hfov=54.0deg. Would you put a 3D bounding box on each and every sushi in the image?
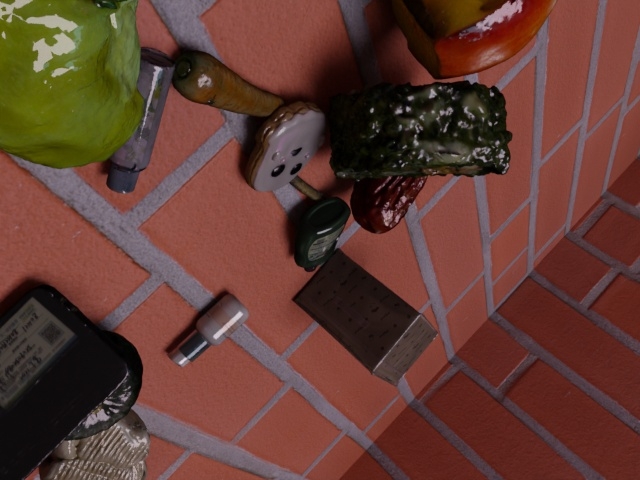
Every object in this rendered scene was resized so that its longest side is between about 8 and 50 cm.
[{"bbox_3d":[0.193,-0.208,1.204,0.352,0.294,0.178,-4,95,-15],"label":"sushi"}]

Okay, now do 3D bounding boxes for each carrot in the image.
[{"bbox_3d":[-0.128,-0.240,1.040,0.298,0.078,0.078,4,121,-59],"label":"carrot"}]

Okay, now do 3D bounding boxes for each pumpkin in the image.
[{"bbox_3d":[-0.420,0.257,1.117,0.212,0.152,0.211,-33,141,-31],"label":"pumpkin"}]

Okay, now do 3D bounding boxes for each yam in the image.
[{"bbox_3d":[-0.012,-0.101,1.381,0.029,0.027,0.234,-35,153,14],"label":"yam"}]

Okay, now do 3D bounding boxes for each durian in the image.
[{"bbox_3d":[-0.304,-0.208,0.708,0.256,0.204,0.339,-37,151,-43],"label":"durian"}]

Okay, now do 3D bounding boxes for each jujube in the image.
[{"bbox_3d":[0.152,-0.129,1.416,0.230,0.155,0.155,-59,153,-16],"label":"jujube"}]

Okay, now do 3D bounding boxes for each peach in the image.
[{"bbox_3d":[0.283,-0.452,1.124,0.380,0.306,0.242,-50,143,-10],"label":"peach"}]

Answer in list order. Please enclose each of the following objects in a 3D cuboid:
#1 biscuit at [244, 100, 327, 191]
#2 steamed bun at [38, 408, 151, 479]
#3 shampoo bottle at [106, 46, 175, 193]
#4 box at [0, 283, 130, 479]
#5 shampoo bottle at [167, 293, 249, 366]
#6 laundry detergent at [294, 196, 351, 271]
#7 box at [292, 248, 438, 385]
[{"bbox_3d":[-0.060,-0.169,1.184,0.181,0.049,0.208,-26,153,-44],"label":"biscuit"},{"bbox_3d":[-0.454,0.424,1.279,0.218,0.144,0.211,31,90,-29],"label":"steamed bun"},{"bbox_3d":[-0.271,-0.170,0.922,0.072,0.072,0.214,-10,132,-48],"label":"shampoo bottle"},{"bbox_3d":[-0.492,0.255,0.985,0.350,0.211,0.058,-44,-171,-8],"label":"box"},{"bbox_3d":[-0.244,0.201,1.366,0.192,0.074,0.074,-43,149,-11],"label":"shampoo bottle"},{"bbox_3d":[0.000,0.000,1.448,0.144,0.078,0.221,-35,157,-25],"label":"laundry detergent"},{"bbox_3d":[0.123,0.201,1.629,0.190,0.297,0.225,-49,150,-2],"label":"box"}]
